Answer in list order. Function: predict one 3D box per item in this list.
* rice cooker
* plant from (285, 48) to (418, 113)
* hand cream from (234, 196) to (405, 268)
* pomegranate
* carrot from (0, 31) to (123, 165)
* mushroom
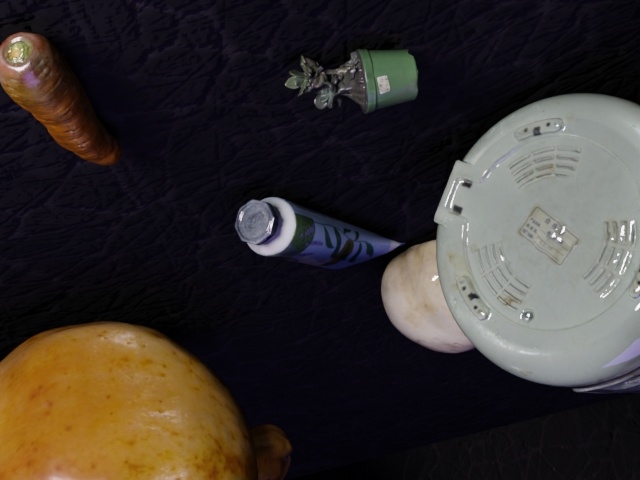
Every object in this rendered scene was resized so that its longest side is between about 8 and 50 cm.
[{"bbox_3d":[0.278,0.015,1.035,0.288,0.288,0.277,-29,155,30],"label":"rice cooker"},{"bbox_3d":[0.023,-0.122,0.828,0.102,0.051,0.051,-8,158,-8],"label":"plant"},{"bbox_3d":[0.000,0.000,1.113,0.091,0.058,0.271,-21,163,22],"label":"hand cream"},{"bbox_3d":[-0.221,0.273,1.210,0.410,0.410,0.410,-13,158,-5],"label":"pomegranate"},{"bbox_3d":[-0.182,-0.091,0.771,0.047,0.047,0.191,-17,159,2],"label":"carrot"},{"bbox_3d":[0.151,0.061,1.274,0.154,0.122,0.154,16,141,14],"label":"mushroom"}]
